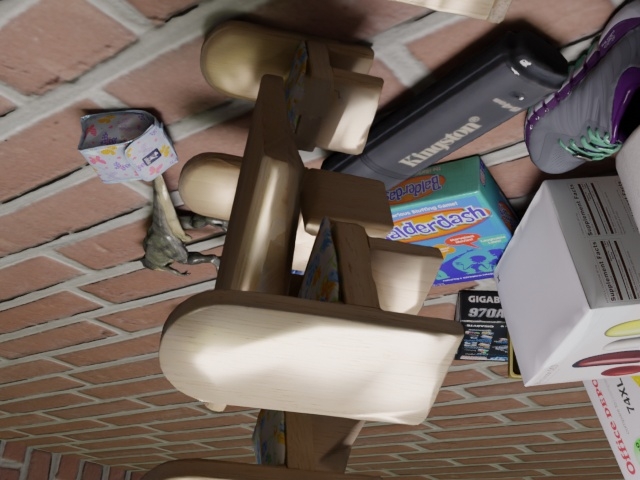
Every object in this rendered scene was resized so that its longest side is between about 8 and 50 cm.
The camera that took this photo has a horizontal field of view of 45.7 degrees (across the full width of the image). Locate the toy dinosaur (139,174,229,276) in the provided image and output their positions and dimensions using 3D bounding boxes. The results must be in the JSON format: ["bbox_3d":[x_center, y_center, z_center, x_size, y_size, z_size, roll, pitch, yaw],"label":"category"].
[{"bbox_3d":[-0.167,-0.005,0.944,0.118,0.064,0.268,15,149,-5],"label":"toy dinosaur"}]

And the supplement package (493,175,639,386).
[{"bbox_3d":[0.320,0.044,0.799,0.203,0.149,0.194,-4,149,-7],"label":"supplement package"}]

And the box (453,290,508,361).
[{"bbox_3d":[0.314,0.135,1.146,0.220,0.051,0.175,1,153,8],"label":"box"}]

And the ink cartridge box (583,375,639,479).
[{"bbox_3d":[0.519,0.191,1.001,0.197,0.198,0.270,-11,158,-19],"label":"ink cartridge box"}]

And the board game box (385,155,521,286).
[{"bbox_3d":[0.144,-0.012,0.886,0.160,0.047,0.210,-11,149,29],"label":"board game box"}]

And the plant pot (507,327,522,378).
[{"bbox_3d":[0.296,0.156,1.053,0.081,0.081,0.083,3,162,5],"label":"plant pot"}]

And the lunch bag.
[{"bbox_3d":[-0.194,-0.095,0.776,0.083,0.053,0.071,-7,154,4],"label":"lunch bag"}]

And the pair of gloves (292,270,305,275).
[{"bbox_3d":[0.028,0.070,1.086,0.198,0.023,0.159,20,151,-16],"label":"pair of gloves"}]

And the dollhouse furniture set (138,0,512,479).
[{"bbox_3d":[-0.067,-0.070,0.489,0.256,0.362,0.394,9,125,-11],"label":"dollhouse furniture set"}]

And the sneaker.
[{"bbox_3d":[0.234,-0.099,0.639,0.083,0.098,0.223,8,153,-6],"label":"sneaker"}]

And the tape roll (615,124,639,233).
[{"bbox_3d":[0.401,-0.090,0.502,0.392,0.072,0.392,-14,167,-3],"label":"tape roll"}]

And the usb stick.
[{"bbox_3d":[0.101,-0.104,0.712,0.077,0.045,0.278,22,149,-29],"label":"usb stick"}]
